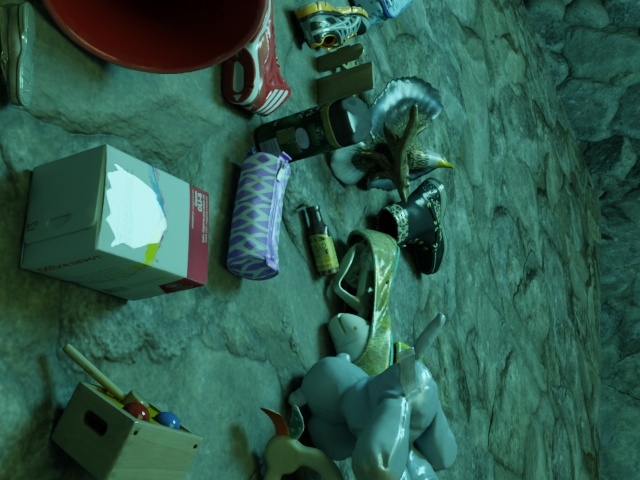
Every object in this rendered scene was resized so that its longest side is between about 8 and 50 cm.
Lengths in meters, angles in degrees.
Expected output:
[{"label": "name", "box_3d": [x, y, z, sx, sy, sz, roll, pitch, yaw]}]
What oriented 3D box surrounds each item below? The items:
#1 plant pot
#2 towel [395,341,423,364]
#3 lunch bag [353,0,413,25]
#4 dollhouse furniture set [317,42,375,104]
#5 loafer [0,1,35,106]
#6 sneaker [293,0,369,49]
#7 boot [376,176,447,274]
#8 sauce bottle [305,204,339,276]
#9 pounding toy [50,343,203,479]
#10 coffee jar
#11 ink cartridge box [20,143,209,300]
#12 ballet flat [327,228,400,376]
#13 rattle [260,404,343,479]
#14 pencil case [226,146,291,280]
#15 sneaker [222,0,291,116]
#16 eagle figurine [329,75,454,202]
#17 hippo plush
[{"label": "plant pot", "box_3d": [-0.205, -0.393, 0.985, 0.275, 0.275, 0.243, 42, 35, -45]}, {"label": "towel", "box_3d": [0.178, 0.335, 1.589, 0.102, 0.021, 0.237, 32, 54, -44]}, {"label": "lunch bag", "box_3d": [0.134, -0.602, 1.773, 0.176, 0.090, 0.219, 65, 32, -16]}, {"label": "dollhouse furniture set", "box_3d": [0.085, -0.330, 1.557, 0.151, 0.123, 0.144, 23, 61, -55]}, {"label": "loafer", "box_3d": [-0.352, -0.213, 0.879, 0.045, 0.039, 0.125, 95, -6, -78]}, {"label": "sneaker", "box_3d": [0.027, -0.424, 1.543, 0.215, 0.084, 0.083, -14, 93, -49]}, {"label": "boot", "box_3d": [0.197, -0.005, 1.682, 0.178, 0.085, 0.236, -28, 129, -38]}, {"label": "sauce bottle", "box_3d": [0.000, 0.000, 1.384, 0.042, 0.042, 0.128, -22, 96, -59]}, {"label": "pounding toy", "box_3d": [-0.225, 0.200, 0.861, 0.130, 0.141, 0.100, 34, 80, -50]}, {"label": "coffee jar", "box_3d": [-0.009, -0.183, 1.288, 0.096, 0.184, 0.079, -35, 110, -58]}, {"label": "ink cartridge box", "box_3d": [-0.237, -0.015, 0.904, 0.176, 0.128, 0.127, 26, 58, -54]}, {"label": "ballet flat", "box_3d": [0.071, 0.129, 1.406, 0.123, 0.123, 0.348, 44, 45, -44]}, {"label": "rattle", "box_3d": [-0.025, 0.331, 1.171, 0.143, 0.130, 0.199, -14, 79, -61]}, {"label": "pencil case", "box_3d": [-0.091, -0.040, 1.198, 0.086, 0.088, 0.206, 35, 52, -47]}, {"label": "sneaker", "box_3d": [-0.104, -0.314, 1.298, 0.128, 0.087, 0.221, 31, 66, -62]}, {"label": "eagle figurine", "box_3d": [0.169, -0.189, 1.580, 0.225, 0.226, 0.298, 44, 22, -12]}, {"label": "hippo plush", "box_3d": [0.057, 0.279, 1.198, 0.234, 0.236, 0.294, -35, 122, -47]}]
